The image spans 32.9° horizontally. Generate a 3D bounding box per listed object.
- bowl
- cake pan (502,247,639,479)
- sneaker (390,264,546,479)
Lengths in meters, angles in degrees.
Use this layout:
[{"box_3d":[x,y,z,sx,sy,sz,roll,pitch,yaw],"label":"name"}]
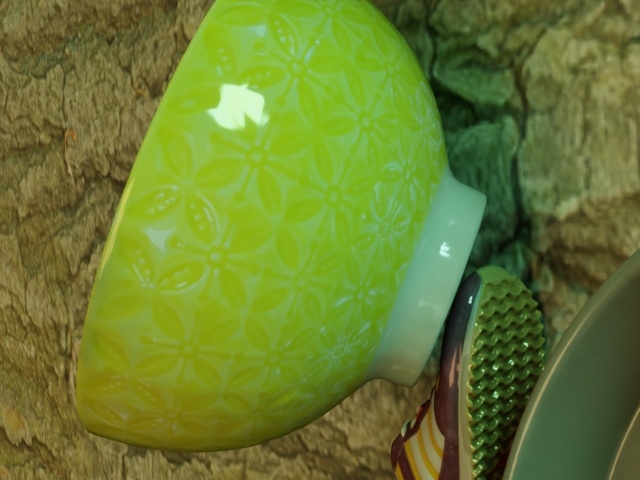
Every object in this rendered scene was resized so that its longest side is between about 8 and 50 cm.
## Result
[{"box_3d":[0.000,0.000,0.602,0.156,0.289,0.289,21,121,5],"label":"bowl"},{"box_3d":[0.165,0.127,0.414,0.293,0.054,0.293,-52,29,45],"label":"cake pan"},{"box_3d":[0.075,0.102,0.614,0.084,0.069,0.185,12,104,48],"label":"sneaker"}]
